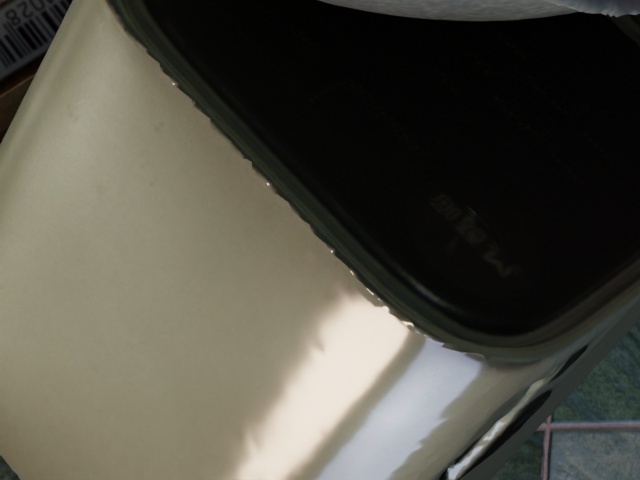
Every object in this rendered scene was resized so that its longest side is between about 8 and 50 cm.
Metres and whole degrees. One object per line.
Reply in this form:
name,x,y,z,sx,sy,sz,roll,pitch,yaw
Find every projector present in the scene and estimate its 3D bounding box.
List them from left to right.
projector,0.000,0.000,0.870,0.248,0.249,0.248,47,-137,12

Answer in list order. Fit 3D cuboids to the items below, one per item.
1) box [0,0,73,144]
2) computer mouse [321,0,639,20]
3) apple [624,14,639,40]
box,-0.088,-0.108,0.969,0.325,0.047,0.180,-34,170,-18
computer mouse,0.030,-0.147,0.728,0.203,0.114,0.374,24,-163,35
apple,0.235,-0.118,0.967,0.279,0.279,0.279,3,-175,0
